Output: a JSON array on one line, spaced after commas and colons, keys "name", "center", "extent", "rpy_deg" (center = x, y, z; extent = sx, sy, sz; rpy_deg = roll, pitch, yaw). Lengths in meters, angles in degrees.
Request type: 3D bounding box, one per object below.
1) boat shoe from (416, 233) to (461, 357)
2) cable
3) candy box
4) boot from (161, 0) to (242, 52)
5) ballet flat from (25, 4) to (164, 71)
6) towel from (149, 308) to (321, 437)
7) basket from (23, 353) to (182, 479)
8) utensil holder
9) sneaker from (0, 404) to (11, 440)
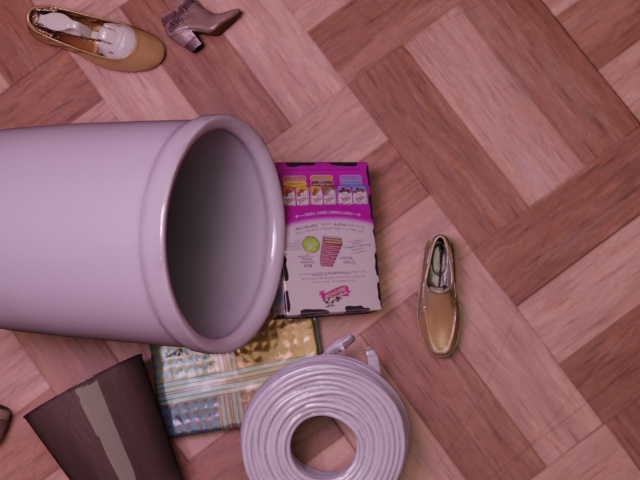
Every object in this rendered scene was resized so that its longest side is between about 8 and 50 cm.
[{"name": "boat shoe", "center": [0.180, 0.084, 1.805], "extent": [0.068, 0.072, 0.190], "rpy_deg": [-4, 82, 3]}, {"name": "cable", "center": [0.008, 0.301, 1.758], "extent": [0.257, 0.089, 0.257], "rpy_deg": [-27, 96, 1]}, {"name": "candy box", "center": [0.000, 0.000, 1.802], "extent": [0.159, 0.071, 0.234], "rpy_deg": [-1, 81, -22]}, {"name": "boot", "center": [-0.198, -0.364, 1.905], "extent": [0.118, 0.042, 0.087], "rpy_deg": [-38, 80, -2]}, {"name": "ballet flat", "center": [-0.368, -0.327, 1.894], "extent": [0.232, 0.073, 0.080], "rpy_deg": [13, 84, 5]}, {"name": "towel", "center": [-0.141, 0.108, 1.842], "extent": [0.271, 0.040, 0.370], "rpy_deg": [-9, 83, 2]}, {"name": "basket", "center": [-0.306, 0.317, 1.770], "extent": [0.204, 0.154, 0.227], "rpy_deg": [-30, 85, 6]}, {"name": "utensil holder", "center": [-0.293, -0.010, 1.674], "extent": [0.385, 0.327, 0.328], "rpy_deg": [0, 82, 26]}, {"name": "sneaker", "center": [-0.581, 0.269, 1.832], "extent": [0.188, 0.066, 0.071], "rpy_deg": [16, 85, 6]}]
